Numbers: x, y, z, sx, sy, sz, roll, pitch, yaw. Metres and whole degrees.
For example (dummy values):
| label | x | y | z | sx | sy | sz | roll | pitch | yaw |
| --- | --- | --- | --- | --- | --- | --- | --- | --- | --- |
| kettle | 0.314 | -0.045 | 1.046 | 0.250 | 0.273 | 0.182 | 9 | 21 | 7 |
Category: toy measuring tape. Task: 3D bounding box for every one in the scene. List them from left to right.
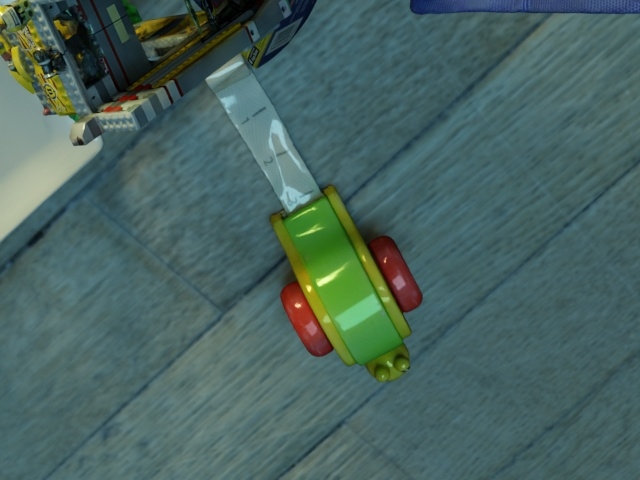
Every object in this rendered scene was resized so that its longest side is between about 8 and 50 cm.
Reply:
| label | x | y | z | sx | sy | sz | roll | pitch | yaw |
| --- | --- | --- | --- | --- | --- | --- | --- | --- | --- |
| toy measuring tape | 0.000 | 0.000 | 0.974 | 0.121 | 0.121 | 0.330 | -28 | 118 | 1 |

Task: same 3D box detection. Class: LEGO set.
| label | x | y | z | sx | sy | sz | roll | pitch | yaw |
| --- | --- | --- | --- | --- | --- | --- | --- | --- | --- |
| LEGO set | -0.185 | -0.199 | 0.733 | 0.192 | 0.255 | 0.331 | -45 | 132 | -40 |

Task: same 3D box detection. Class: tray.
| label | x | y | z | sx | sy | sz | roll | pitch | yaw |
| --- | --- | --- | --- | --- | --- | --- | --- | --- | --- |
| tray | -0.269 | -0.140 | 0.856 | 0.145 | 0.030 | 0.270 | -49 | 127 | -37 |

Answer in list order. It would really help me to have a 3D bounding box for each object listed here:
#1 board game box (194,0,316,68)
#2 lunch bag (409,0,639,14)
| label | x | y | z | sx | sy | sz | roll | pitch | yaw |
| --- | --- | --- | --- | --- | --- | --- | --- | --- | --- |
| board game box | -0.063 | -0.249 | 0.805 | 0.060 | 0.194 | 0.194 | -36 | 82 | -29 |
| lunch bag | 0.202 | -0.361 | 0.768 | 0.385 | 0.239 | 0.328 | -35 | 122 | -32 |
